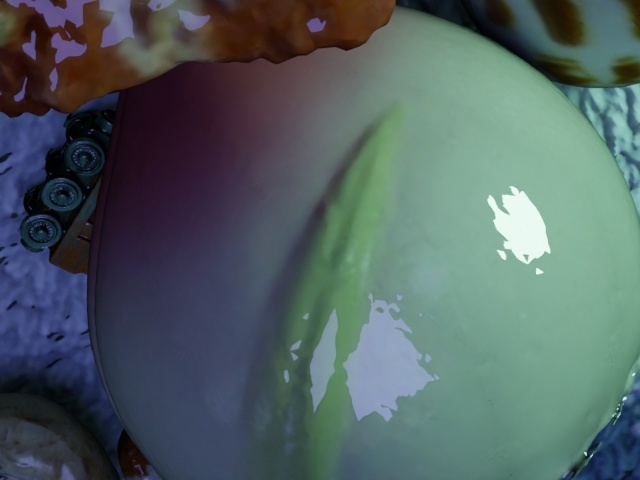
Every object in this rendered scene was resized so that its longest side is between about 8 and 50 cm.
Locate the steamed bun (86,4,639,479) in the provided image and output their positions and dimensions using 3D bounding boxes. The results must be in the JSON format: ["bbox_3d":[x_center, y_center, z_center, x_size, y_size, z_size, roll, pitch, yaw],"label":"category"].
[{"bbox_3d":[0.000,0.000,0.968,0.309,0.309,0.309,0,117,-1],"label":"steamed bun"}]

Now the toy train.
[{"bbox_3d":[-0.132,-0.028,1.084,0.064,0.044,0.103,25,116,-17],"label":"toy train"}]

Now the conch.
[{"bbox_3d":[0.155,-0.185,0.947,0.183,0.148,0.275,-10,119,0],"label":"conch"}]

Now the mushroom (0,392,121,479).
[{"bbox_3d":[-0.190,0.162,1.139,0.148,0.112,0.148,-7,117,-14],"label":"mushroom"}]

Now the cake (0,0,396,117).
[{"bbox_3d":[-0.136,-0.218,0.861,0.320,0.270,0.269,-15,116,8],"label":"cake"}]

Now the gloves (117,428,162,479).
[{"bbox_3d":[-0.039,0.177,1.139,0.219,0.140,0.131,26,119,-23],"label":"gloves"}]
